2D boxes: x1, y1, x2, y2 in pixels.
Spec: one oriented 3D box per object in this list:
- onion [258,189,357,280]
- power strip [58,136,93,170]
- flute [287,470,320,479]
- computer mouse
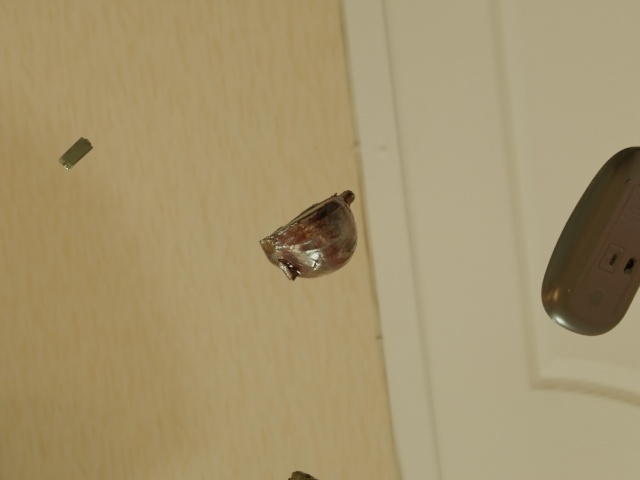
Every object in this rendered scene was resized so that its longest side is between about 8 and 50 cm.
[{"bbox_3d":[0.000,0.000,1.709,0.151,0.098,0.206,-32,-177,-16],"label":"onion"},{"bbox_3d":[-0.399,-0.140,1.910,0.017,0.027,0.083,-42,-171,36],"label":"power strip"},{"bbox_3d":[0.050,0.302,1.308,0.027,0.027,0.233,-10,-162,-43],"label":"flute"},{"bbox_3d":[0.342,0.001,1.374,0.120,0.232,0.057,20,-169,-21],"label":"computer mouse"}]
